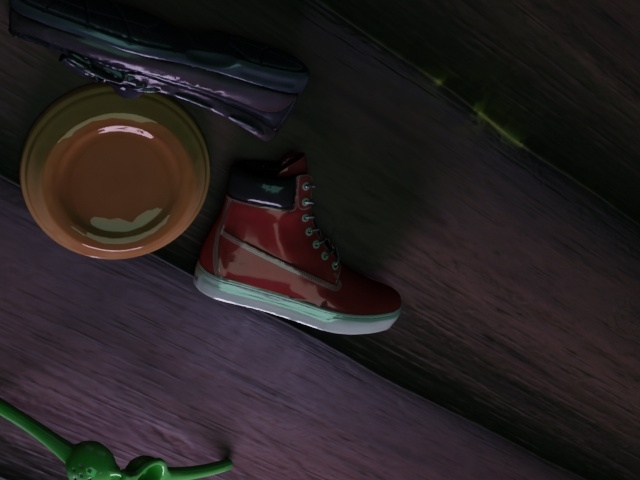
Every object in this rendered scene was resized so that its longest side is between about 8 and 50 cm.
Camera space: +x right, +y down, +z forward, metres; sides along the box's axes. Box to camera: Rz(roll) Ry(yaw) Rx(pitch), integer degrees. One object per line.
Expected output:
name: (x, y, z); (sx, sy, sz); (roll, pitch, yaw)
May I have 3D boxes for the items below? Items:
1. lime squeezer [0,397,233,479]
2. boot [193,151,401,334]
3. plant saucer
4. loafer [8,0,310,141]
lime squeezer: (-0.232, 0.256, 1.250); (0.310, 0.110, 0.059); (20, 92, -24)
boot: (0.000, 0.000, 1.208); (0.244, 0.088, 0.176); (15, 109, -18)
plant saucer: (-0.212, -0.066, 1.141); (0.199, 0.037, 0.200); (-7, 117, -13)
loafer: (-0.159, -0.165, 1.071); (0.302, 0.109, 0.095); (11, 116, -23)
